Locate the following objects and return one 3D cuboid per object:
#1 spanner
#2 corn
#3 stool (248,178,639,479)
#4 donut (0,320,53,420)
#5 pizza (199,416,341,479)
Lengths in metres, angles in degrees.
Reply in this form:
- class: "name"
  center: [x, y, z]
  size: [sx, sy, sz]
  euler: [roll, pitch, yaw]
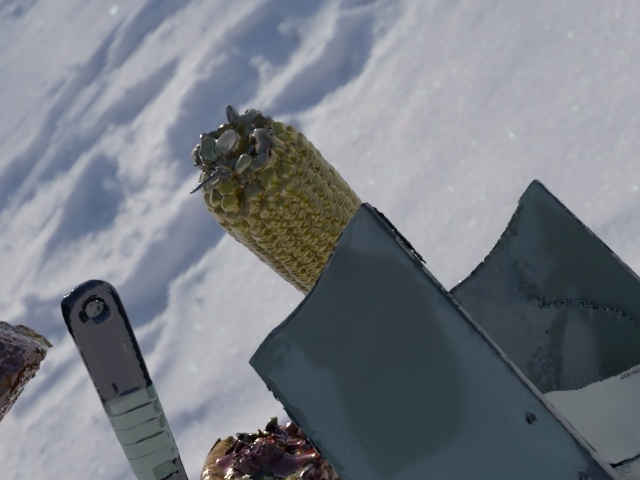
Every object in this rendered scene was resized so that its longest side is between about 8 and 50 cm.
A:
- class: "spanner"
  center: [-0.114, 0.158, 0.994]
  size: [0.087, 0.316, 0.024]
  euler: [-24, 30, -13]
- class: "corn"
  center: [0.000, 0.000, 1.205]
  size: [0.106, 0.305, 0.106]
  euler: [-19, 50, 24]
- class: "stool"
  center: [0.141, 0.109, 0.992]
  size: [0.270, 0.243, 0.170]
  euler: [49, 123, 23]
- class: "donut"
  center: [-0.294, 0.135, 0.847]
  size: [0.295, 0.151, 0.112]
  euler: [-57, 15, -24]
- class: "pizza"
  center: [-0.022, 0.193, 1.255]
  size: [0.193, 0.053, 0.201]
  euler: [-23, 17, -18]
